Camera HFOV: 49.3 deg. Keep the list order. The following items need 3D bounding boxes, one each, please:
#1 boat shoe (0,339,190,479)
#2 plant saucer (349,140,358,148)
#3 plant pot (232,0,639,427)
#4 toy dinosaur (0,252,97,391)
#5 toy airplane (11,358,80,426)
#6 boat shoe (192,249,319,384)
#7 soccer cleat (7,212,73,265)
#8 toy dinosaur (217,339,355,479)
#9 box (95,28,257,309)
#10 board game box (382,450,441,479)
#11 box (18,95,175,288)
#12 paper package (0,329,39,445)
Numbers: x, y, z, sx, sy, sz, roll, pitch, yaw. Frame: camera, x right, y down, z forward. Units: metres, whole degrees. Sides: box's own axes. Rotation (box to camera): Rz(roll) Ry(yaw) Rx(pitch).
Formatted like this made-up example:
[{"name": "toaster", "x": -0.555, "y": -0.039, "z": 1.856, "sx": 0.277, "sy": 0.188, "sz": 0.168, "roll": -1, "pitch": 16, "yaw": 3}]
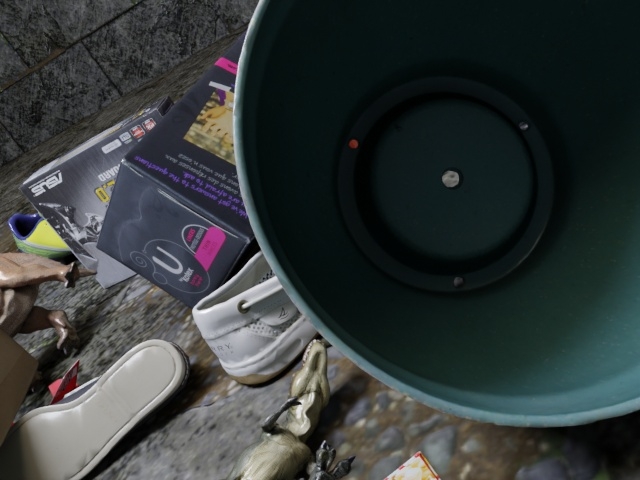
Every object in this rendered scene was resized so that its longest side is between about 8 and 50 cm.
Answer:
[{"name": "boat shoe", "x": -0.203, "y": 0.164, "z": 0.632, "sx": 0.206, "sy": 0.075, "sz": 0.065, "roll": -36, "pitch": -10, "yaw": -1}, {"name": "plant saucer", "x": 0.131, "y": -0.172, "z": 0.848, "sx": 0.259, "sy": 0.047, "sz": 0.259, "roll": -30, "pitch": 24, "yaw": 7}, {"name": "plant pot", "x": 0.099, "y": -0.051, "z": 0.434, "sx": 0.293, "sy": 0.293, "sz": 0.196, "roll": -35, "pitch": -2, "yaw": -5}, {"name": "toy dinosaur", "x": -0.403, "y": 0.082, "z": 0.811, "sx": 0.201, "sy": 0.127, "sz": 0.295, "roll": 17, "pitch": 44, "yaw": 19}, {"name": "toy airplane", "x": -0.288, "y": 0.186, "z": 0.703, "sx": 0.151, "sy": 0.028, "sz": 0.151, "roll": -13, "pitch": 38, "yaw": 11}, {"name": "boat shoe", "x": 0.000, "y": 0.000, "z": 0.627, "sx": 0.098, "sy": 0.096, "sz": 0.277, "roll": 2, "pitch": 41, "yaw": 51}, {"name": "soccer cleat", "x": -0.397, "y": -0.035, "z": 1.134, "sx": 0.289, "sy": 0.121, "sz": 0.093, "roll": -18, "pitch": 28, "yaw": 29}, {"name": "toy dinosaur", "x": -0.048, "y": 0.162, "z": 0.413, "sx": 0.268, "sy": 0.064, "sz": 0.118, "roll": -45, "pitch": 4, "yaw": -33}, {"name": "box", "x": -0.097, "y": -0.082, "z": 0.762, "sx": 0.270, "sy": 0.143, "sz": 0.165, "roll": -59, "pitch": 4, "yaw": -39}, {"name": "board game box", "x": 0.034, "y": 0.196, "z": 0.288, "sx": 0.147, "sy": 0.045, "sz": 0.193, "roll": -35, "pitch": 25, "yaw": -4}, {"name": "box", "x": -0.247, "y": -0.057, "z": 0.924, "sx": 0.231, "sy": 0.183, "sz": 0.056, "roll": -24, "pitch": 25, "yaw": 18}, {"name": "paper package", "x": -0.421, "y": 0.221, "z": 0.557, "sx": 0.310, "sy": 0.168, "sz": 0.324, "roll": -35, "pitch": 26, "yaw": 22}]
